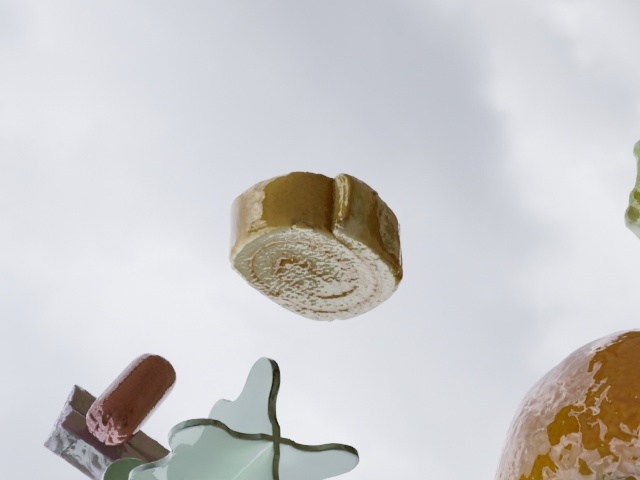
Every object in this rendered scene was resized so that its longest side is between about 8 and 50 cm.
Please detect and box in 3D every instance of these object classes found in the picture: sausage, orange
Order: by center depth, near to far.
[{"bbox_3d":[0.295,0.228,1.165,0.312,0.312,0.312,42,-152,-29],"label":"orange"},{"bbox_3d":[-0.219,0.184,1.582,0.062,0.062,0.154,54,-152,-8],"label":"sausage"}]

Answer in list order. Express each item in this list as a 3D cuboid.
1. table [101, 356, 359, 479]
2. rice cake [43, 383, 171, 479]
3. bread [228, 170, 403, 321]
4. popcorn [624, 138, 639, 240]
[{"bbox_3d":[-0.079,0.204,1.116,0.166,0.198,0.166,20,-133,-23],"label":"table"},{"bbox_3d":[-0.194,0.289,1.611,0.298,0.050,0.106,36,-163,-5],"label":"rice cake"},{"bbox_3d":[0.000,0.000,1.121,0.149,0.122,0.073,37,-144,-38],"label":"bread"},{"bbox_3d":[0.401,-0.057,1.255,0.195,0.255,0.256,47,170,50],"label":"popcorn"}]
